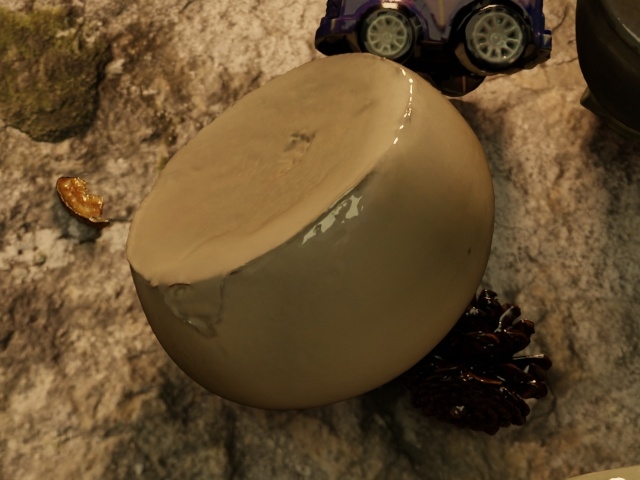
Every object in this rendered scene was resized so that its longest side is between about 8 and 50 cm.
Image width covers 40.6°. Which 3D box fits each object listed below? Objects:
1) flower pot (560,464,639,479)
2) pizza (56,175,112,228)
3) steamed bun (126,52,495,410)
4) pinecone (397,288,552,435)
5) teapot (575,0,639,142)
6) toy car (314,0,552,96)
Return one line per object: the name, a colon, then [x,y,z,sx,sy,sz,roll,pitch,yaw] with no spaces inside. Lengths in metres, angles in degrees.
flower pot: [0.244,0.280,0.661,0.246,0.246,0.195,-7,68,-5]
pizza: [-0.248,-0.040,0.903,0.083,0.016,0.037,40,72,18]
steamed bun: [0.000,0.000,0.756,0.324,0.206,0.324,-24,34,18]
pinecone: [0.142,0.108,0.789,0.140,0.140,0.120,9,57,2]
teapot: [0.400,-0.233,0.886,0.322,0.239,0.239,-40,74,-12]
toy car: [0.113,-0.239,0.887,0.235,0.172,0.157,2,91,-3]
